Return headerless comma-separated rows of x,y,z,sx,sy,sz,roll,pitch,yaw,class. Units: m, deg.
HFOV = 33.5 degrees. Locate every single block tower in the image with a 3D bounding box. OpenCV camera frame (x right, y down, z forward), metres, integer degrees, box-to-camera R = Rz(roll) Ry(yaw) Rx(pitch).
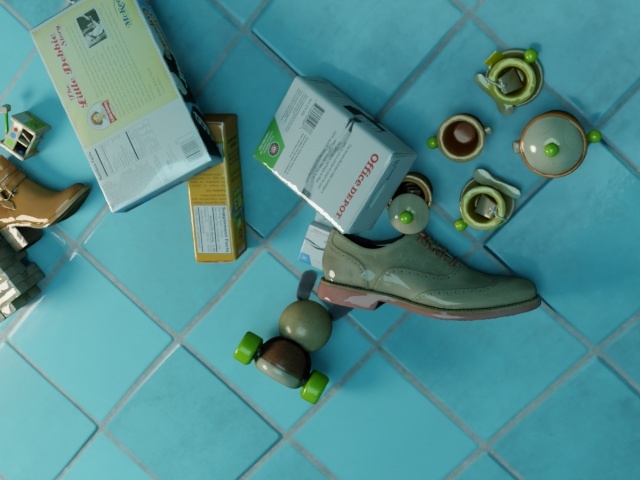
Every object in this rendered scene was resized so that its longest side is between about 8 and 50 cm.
-0.624,-0.019,1.868,0.091,0.097,0.335,-35,97,23,block tower

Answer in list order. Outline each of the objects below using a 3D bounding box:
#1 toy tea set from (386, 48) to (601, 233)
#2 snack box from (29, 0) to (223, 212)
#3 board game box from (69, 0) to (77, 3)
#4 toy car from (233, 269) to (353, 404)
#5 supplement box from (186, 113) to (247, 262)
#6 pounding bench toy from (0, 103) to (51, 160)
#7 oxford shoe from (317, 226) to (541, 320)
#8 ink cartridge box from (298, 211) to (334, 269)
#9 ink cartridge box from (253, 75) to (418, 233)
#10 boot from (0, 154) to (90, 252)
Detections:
0.240,-0.113,1.569,0.200,0.124,0.336,42,113,0,toy tea set
-0.303,-0.226,1.653,0.187,0.060,0.322,-26,87,15,snack box
-0.318,-0.436,1.681,0.126,0.026,0.186,31,113,5,board game box
-0.030,0.149,1.753,0.155,0.149,0.188,30,84,1,toy car
-0.170,-0.084,1.723,0.080,0.078,0.233,2,108,12,supplement box
-0.514,-0.184,1.803,0.083,0.052,0.065,35,113,3,pounding bench toy
0.168,0.048,1.646,0.348,0.123,0.130,5,98,8,oxford shoe
0.000,0.000,1.726,0.048,0.028,0.083,21,111,8,ink cartridge box
0.022,-0.129,1.613,0.208,0.087,0.153,42,115,23,ink cartridge box
-0.501,-0.085,1.823,0.197,0.073,0.152,-33,92,20,boot
